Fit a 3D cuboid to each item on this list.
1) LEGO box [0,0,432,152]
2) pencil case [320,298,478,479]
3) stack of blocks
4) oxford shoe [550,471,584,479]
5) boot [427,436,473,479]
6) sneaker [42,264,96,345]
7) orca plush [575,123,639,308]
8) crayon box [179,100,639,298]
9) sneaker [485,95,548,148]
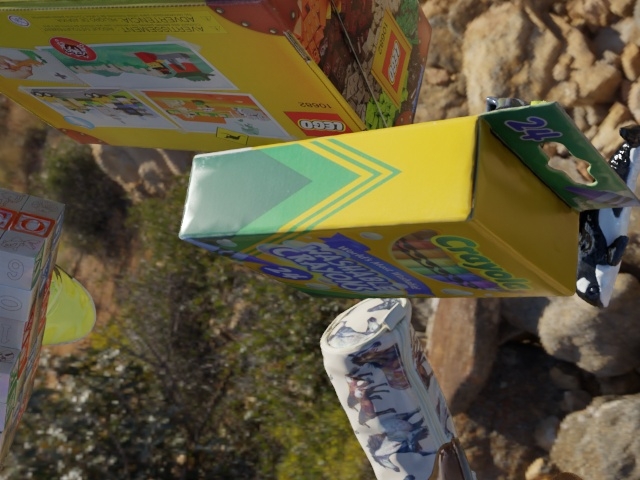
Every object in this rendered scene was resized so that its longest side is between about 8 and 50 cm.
[{"bbox_3d":[-0.172,-0.254,0.970,0.500,0.372,0.193,6,75,25],"label":"LEGO box"},{"bbox_3d":[0.139,0.285,1.364,0.183,0.160,0.410,-8,111,44],"label":"pencil case"},{"bbox_3d":[-0.379,0.111,0.978,0.171,0.087,0.297,-93,20,-60],"label":"stack of blocks"},{"bbox_3d":[0.300,0.322,1.034,0.076,0.212,0.076,-21,91,16],"label":"oxford shoe"},{"bbox_3d":[0.072,0.282,0.825,0.073,0.152,0.197,-97,7,-69],"label":"boot"},{"bbox_3d":[-0.445,0.057,1.150,0.147,0.384,0.145,18,74,40],"label":"sneaker"},{"bbox_3d":[0.413,-0.040,1.277,0.102,0.151,0.287,11,123,11],"label":"orca plush"},{"bbox_3d":[0.071,-0.015,0.696,0.323,0.203,0.083,-4,70,36],"label":"crayon box"},{"bbox_3d":[0.278,-0.122,1.349,0.121,0.111,0.300,18,51,17],"label":"sneaker"}]
